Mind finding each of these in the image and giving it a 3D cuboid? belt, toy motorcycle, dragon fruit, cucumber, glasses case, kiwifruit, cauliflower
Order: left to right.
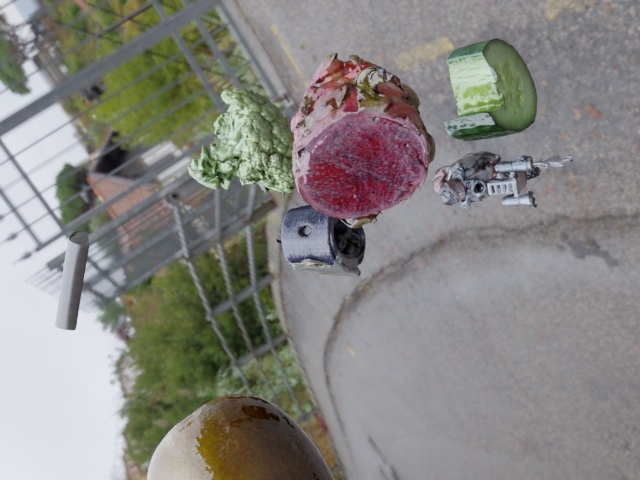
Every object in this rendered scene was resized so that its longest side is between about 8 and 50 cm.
[{"bbox_3d":[-0.490,0.080,1.571,0.072,0.042,0.190,-123,45,-69],"label":"glasses case"},{"bbox_3d":[-0.173,-0.194,1.779,0.272,0.250,0.275,56,178,12],"label":"cauliflower"},{"bbox_3d":[-0.077,0.291,0.885,0.234,0.196,0.196,54,171,12],"label":"kiwifruit"},{"bbox_3d":[0.000,0.000,1.522,0.230,0.126,0.139,16,-109,-70],"label":"belt"},{"bbox_3d":[0.059,-0.156,1.125,0.147,0.211,0.282,-99,10,-45],"label":"dragon fruit"},{"bbox_3d":[0.330,-0.289,1.546,0.130,0.191,0.191,-4,128,39],"label":"cucumber"},{"bbox_3d":[0.432,-0.149,1.944,0.401,0.207,0.134,2,114,38],"label":"toy motorcycle"}]
